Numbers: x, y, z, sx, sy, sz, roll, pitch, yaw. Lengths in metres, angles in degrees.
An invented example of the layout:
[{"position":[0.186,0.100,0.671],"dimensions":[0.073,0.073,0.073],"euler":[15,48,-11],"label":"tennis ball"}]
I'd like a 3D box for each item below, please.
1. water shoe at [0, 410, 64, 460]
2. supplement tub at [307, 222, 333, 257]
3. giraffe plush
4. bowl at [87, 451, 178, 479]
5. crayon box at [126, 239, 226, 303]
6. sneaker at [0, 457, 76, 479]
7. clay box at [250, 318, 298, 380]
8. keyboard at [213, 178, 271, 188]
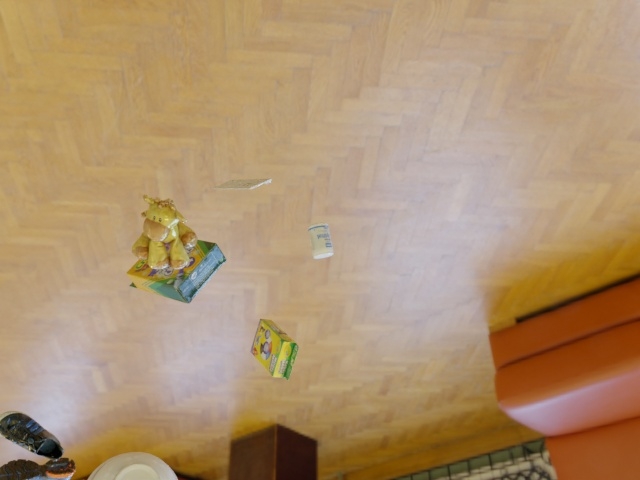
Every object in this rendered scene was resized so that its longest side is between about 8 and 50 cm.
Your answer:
[{"position":[-0.737,0.499,1.603],"dimensions":[0.080,0.073,0.203],"euler":[14,155,41],"label":"water shoe"},{"position":[0.000,0.000,2.062],"dimensions":[0.070,0.107,0.071],"euler":[-12,168,-2],"label":"supplement tub"},{"position":[-0.430,-0.039,1.727],"dimensions":[0.181,0.211,0.170],"euler":[3,160,-10],"label":"giraffe plush"},{"position":[-0.547,0.747,1.845],"dimensions":[0.297,0.298,0.134],"euler":[12,138,-16],"label":"bowl"},{"position":[-0.493,0.082,2.068],"dimensions":[0.322,0.203,0.083],"euler":[9,139,39],"label":"crayon box"},{"position":[-0.839,0.699,1.838],"dimensions":[0.221,0.083,0.087],"euler":[8,114,-26],"label":"sneaker"},{"position":[-0.154,0.362,2.085],"dimensions":[0.053,0.222,0.128],"euler":[12,100,-32],"label":"clay box"},{"position":[-0.231,-0.163,1.818],"dimensions":[0.072,0.014,0.256],"euler":[-21,-165,-30],"label":"keyboard"}]
